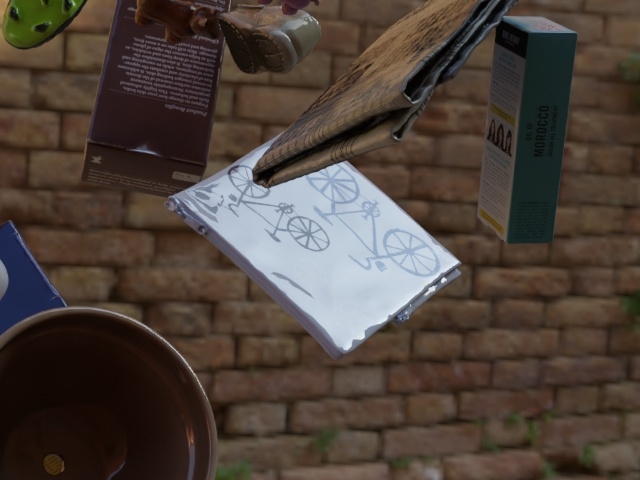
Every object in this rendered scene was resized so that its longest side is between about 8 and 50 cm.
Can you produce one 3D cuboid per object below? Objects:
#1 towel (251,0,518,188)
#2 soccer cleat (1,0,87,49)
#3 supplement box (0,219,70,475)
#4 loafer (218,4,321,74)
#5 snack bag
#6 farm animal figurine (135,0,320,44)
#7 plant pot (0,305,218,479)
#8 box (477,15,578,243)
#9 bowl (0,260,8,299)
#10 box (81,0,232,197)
[{"bbox_3d":[0.096,-0.191,1.575,0.312,0.056,0.324,-48,14,-31],"label":"towel"},{"bbox_3d":[-0.226,-0.234,1.267,0.060,0.179,0.072,28,-23,4],"label":"soccer cleat"},{"bbox_3d":[-0.411,0.177,1.937,0.195,0.356,0.194,-32,57,-12],"label":"supplement box"},{"bbox_3d":[-0.076,-0.310,2.144,0.092,0.102,0.268,-28,26,-16],"label":"loafer"},{"bbox_3d":[0.000,0.000,1.888,0.323,0.037,0.342,42,38,10],"label":"snack bag"},{"bbox_3d":[-0.122,-0.423,1.815,0.330,0.326,0.172,-36,8,-16],"label":"farm animal figurine"},{"bbox_3d":[-0.220,0.186,1.247,0.237,0.237,0.110,0,-22,-35],"label":"plant pot"},{"bbox_3d":[0.233,-0.126,1.597,0.060,0.244,0.100,-1,20,-15],"label":"box"},{"bbox_3d":[-0.351,0.030,1.204,0.142,0.142,0.053,46,-24,-7],"label":"bowl"},{"bbox_3d":[-0.260,-0.268,2.284,0.191,0.381,0.143,12,-30,-9],"label":"box"}]
